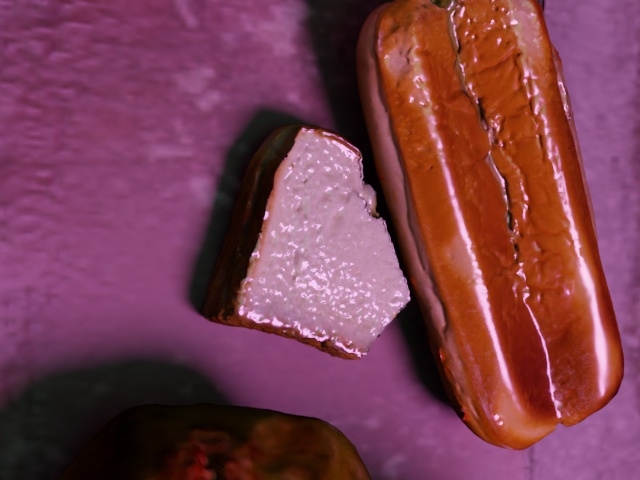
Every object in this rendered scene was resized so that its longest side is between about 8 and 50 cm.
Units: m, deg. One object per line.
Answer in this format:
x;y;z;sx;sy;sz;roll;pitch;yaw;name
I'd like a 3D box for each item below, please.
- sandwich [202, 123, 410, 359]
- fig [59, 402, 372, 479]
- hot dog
0.000;0.000;0.604;0.093;0.035;0.105;15;84;-27;sandwich
-0.049;0.152;0.535;0.154;0.144;0.166;-30;119;-62;fig
0.080;-0.021;0.626;0.104;0.076;0.250;-22;103;-13;hot dog
